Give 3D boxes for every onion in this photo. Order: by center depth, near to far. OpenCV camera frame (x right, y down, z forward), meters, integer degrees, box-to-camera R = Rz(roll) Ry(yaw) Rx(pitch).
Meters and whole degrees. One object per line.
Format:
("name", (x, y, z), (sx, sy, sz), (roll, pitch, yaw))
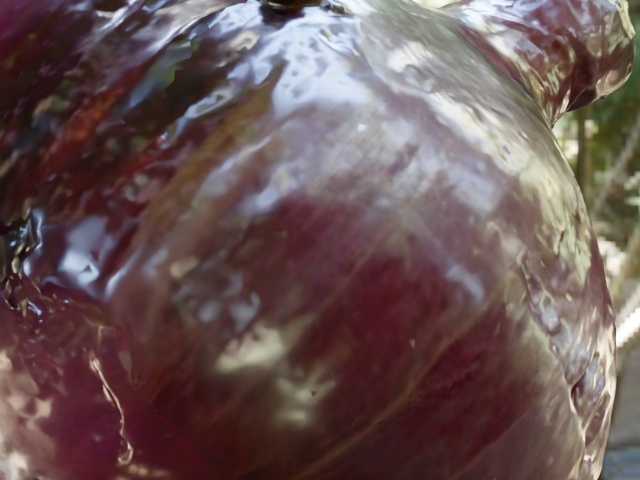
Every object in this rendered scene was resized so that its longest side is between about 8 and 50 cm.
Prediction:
("onion", (0.000, 0.000, 0.699), (0.385, 0.347, 0.348), (-40, 30, -23))
